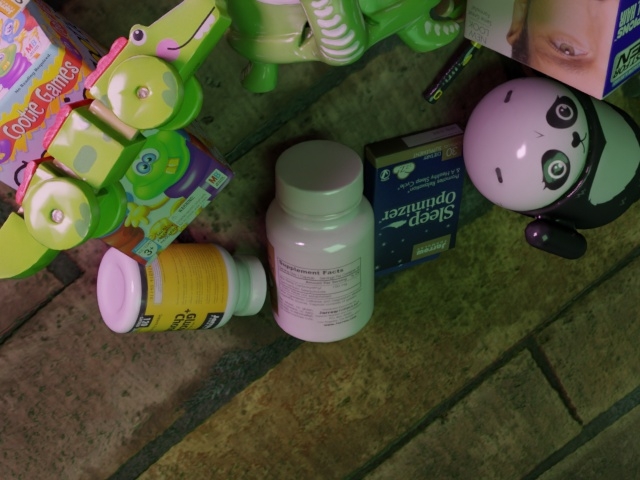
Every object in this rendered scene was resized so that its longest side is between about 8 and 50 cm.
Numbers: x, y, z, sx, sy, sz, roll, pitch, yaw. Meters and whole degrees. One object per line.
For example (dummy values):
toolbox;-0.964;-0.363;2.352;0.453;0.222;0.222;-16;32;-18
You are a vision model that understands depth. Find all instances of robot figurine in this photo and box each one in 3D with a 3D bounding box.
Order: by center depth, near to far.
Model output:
robot figurine;0.300;-0.106;1.703;0.278;0.209;0.173;12;128;-49

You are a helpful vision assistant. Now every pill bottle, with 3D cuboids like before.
pill bottle;-0.160;0.054;1.600;0.184;0.103;0.103;-1;126;-33
pill bottle;0.000;0.000;1.640;0.131;0.131;0.229;-19;134;-19

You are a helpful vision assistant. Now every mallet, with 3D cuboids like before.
mallet;0.183;-0.242;1.627;0.190;0.039;0.062;-45;137;14

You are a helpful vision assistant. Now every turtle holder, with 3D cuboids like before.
turtle holder;-0.013;-0.275;1.283;0.320;0.243;0.228;-48;129;-47

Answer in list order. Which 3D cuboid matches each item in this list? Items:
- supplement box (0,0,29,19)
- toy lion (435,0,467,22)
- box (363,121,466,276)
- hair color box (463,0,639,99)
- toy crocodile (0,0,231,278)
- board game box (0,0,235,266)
supplement box;-0.305;-0.251;1.242;0.036;0.098;0.062;-46;137;9
toy lion;0.157;-0.306;1.508;0.034;0.100;0.096;13;137;-38
box;0.116;-0.038;1.757;0.136;0.036;0.225;-17;135;-22
hair color box;0.256;-0.331;1.361;0.110;0.185;0.339;-37;143;-33
toy crocodile;-0.199;-0.095;1.242;0.341;0.105;0.115;-52;178;12
board game box;-0.242;-0.113;1.371;0.144;0.142;0.275;-46;137;9
